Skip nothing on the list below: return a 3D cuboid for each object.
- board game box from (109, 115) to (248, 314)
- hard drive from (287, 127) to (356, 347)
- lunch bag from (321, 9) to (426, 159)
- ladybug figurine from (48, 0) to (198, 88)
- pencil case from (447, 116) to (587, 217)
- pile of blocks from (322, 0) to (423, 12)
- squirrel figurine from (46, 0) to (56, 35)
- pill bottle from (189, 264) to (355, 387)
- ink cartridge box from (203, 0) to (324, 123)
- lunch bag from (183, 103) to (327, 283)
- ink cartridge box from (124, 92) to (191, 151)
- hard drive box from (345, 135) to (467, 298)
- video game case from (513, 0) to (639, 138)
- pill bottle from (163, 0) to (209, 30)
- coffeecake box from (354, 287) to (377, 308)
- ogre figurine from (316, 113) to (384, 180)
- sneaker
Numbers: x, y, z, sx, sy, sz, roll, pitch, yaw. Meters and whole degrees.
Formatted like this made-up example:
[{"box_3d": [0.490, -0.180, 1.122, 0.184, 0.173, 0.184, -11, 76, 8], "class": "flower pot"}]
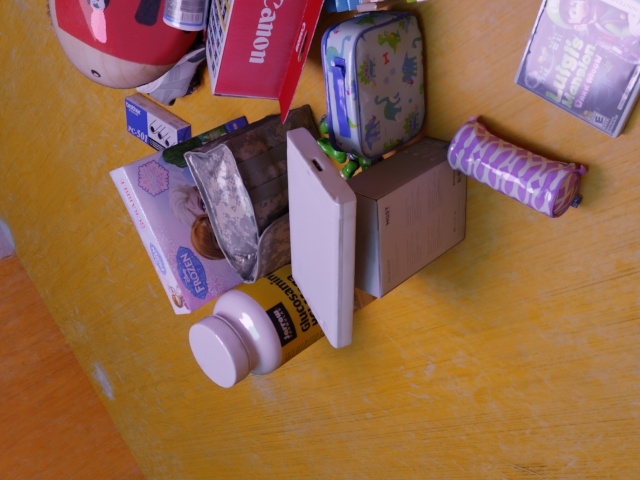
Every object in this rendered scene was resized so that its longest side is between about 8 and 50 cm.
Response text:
[{"box_3d": [-0.227, -0.059, 1.625, 0.066, 0.318, 0.319, -10, 107, 52], "class": "board game box"}, {"box_3d": [0.000, 0.000, 1.265, 0.203, 0.040, 0.308, -123, 24, -44], "class": "hard drive"}, {"box_3d": [0.084, -0.250, 1.247, 0.090, 0.176, 0.219, 20, 130, 40], "class": "lunch bag"}, {"box_3d": [-0.330, -0.479, 1.436, 0.162, 0.305, 0.450, 50, 128, 48], "class": "ladybug figurine"}, {"box_3d": [0.293, -0.111, 1.181, 0.206, 0.086, 0.088, 31, 101, 30], "class": "pencil case"}, {"box_3d": [0.085, -0.411, 1.157, 0.362, 0.149, 0.113, 10, 122, 47], "class": "pile of blocks"}, {"box_3d": [-0.481, -0.594, 1.653, 0.370, 0.281, 0.397, 43, 156, 5], "class": "squirrel figurine"}, {"box_3d": [-0.096, 0.156, 1.605, 0.188, 0.334, 0.188, 29, 134, 34], "class": "pill bottle"}, {"box_3d": [-0.101, -0.395, 1.299, 0.309, 0.130, 0.272, 112, 152, -47], "class": "ink cartridge box"}, {"box_3d": [-0.093, -0.085, 1.517, 0.168, 0.235, 0.287, -4, 112, 47], "class": "lunch bag"}, {"box_3d": [-0.396, -0.273, 1.901, 0.207, 0.046, 0.097, 33, 135, 32], "class": "ink cartridge box"}, {"box_3d": [0.138, -0.043, 1.281, 0.089, 0.232, 0.181, 23, 130, 38], "class": "hard drive box"}, {"box_3d": [0.361, -0.257, 1.048, 0.173, 0.022, 0.190, 38, 139, 27], "class": "video game case"}, {"box_3d": [-0.229, -0.443, 1.358, 0.078, 0.078, 0.137, 33, 124, 31], "class": "pill bottle"}, {"box_3d": [0.095, 0.017, 1.411, 0.068, 0.185, 0.142, 3, 117, 49], "class": "coffeecake box"}, {"box_3d": [0.057, -0.164, 1.406, 0.096, 0.197, 0.118, 21, 139, -24], "class": "ogre figurine"}, {"box_3d": [-0.292, -0.375, 1.686, 0.108, 0.100, 0.271, 36, 144, -27], "class": "sneaker"}]
